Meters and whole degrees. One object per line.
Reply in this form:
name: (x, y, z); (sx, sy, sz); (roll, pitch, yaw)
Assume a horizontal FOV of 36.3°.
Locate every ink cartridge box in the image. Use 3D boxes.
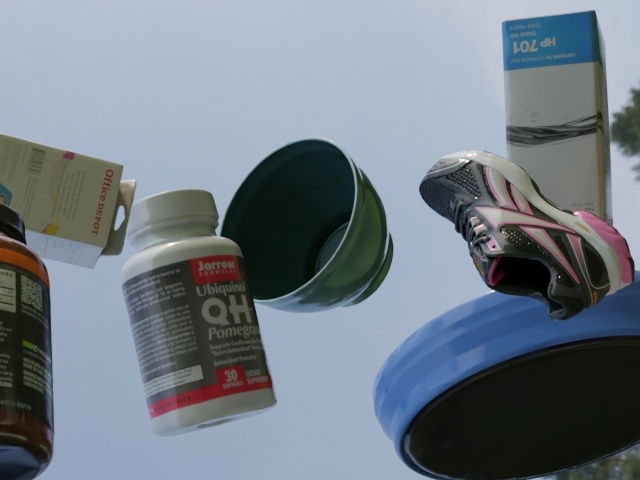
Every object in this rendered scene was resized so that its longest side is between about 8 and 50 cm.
ink cartridge box: (-0.264, -0.034, 0.977); (0.143, 0.090, 0.092); (15, -111, -16)
ink cartridge box: (0.209, -0.089, 0.849); (0.140, 0.082, 0.190); (2, -93, -71)

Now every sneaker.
sneaker: (0.133, -0.004, 0.707); (0.077, 0.178, 0.072); (-36, -45, -25)

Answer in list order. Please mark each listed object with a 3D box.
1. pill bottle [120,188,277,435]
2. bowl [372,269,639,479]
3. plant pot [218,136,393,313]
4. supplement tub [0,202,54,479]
pill bottle: (-0.178, 0.098, 1.353); (0.176, 0.176, 0.318); (-3, -106, -44)
bowl: (0.257, 0.174, 1.122); (0.391, 0.391, 0.077); (23, -138, -38)
plant pot: (0.000, 0.000, 1.636); (0.196, 0.293, 0.293); (32, -119, -44)
supplement tub: (-0.240, 0.068, 0.677); (0.106, 0.106, 0.197); (22, -137, -39)
